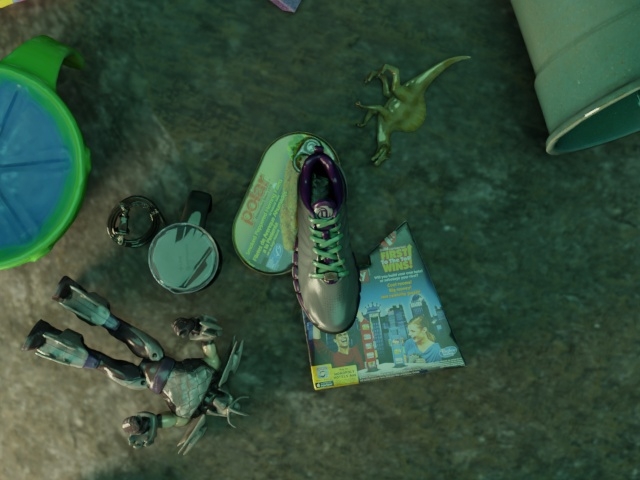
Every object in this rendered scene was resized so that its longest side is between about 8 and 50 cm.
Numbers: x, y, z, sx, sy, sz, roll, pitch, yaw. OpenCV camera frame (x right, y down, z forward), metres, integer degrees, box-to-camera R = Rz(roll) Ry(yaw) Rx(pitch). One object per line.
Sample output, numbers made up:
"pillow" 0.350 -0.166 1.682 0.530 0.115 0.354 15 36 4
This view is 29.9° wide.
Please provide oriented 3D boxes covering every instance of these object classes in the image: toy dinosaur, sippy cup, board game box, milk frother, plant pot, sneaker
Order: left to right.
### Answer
"sippy cup" -0.379 -0.077 1.416 0.305 0.224 0.240 -29 89 -4
"milk frother" -0.195 0.003 1.467 0.143 0.135 0.129 -4 87 -3
"sneaker" 0.000 0.000 1.445 0.083 0.098 0.223 -8 78 3
"board game box" 0.073 0.079 1.516 0.194 0.060 0.194 -8 86 -1
"toy dinosaur" 0.104 -0.187 1.542 0.092 0.053 0.183 36 94 -17
"plant pot" 0.363 -0.322 1.432 0.341 0.341 0.334 -22 81 -4

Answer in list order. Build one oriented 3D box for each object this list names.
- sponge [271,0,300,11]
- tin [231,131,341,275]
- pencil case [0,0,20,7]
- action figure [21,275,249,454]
"sponge" -0.082 -0.390 1.483 0.210 0.031 0.117 33 85 -38
"tin" -0.044 -0.047 1.527 0.106 0.040 0.189 25 86 -6
"pencil case" -0.353 -0.352 1.494 0.236 0.104 0.104 -19 89 -1
"action figure" -0.217 0.157 1.481 0.285 0.099 0.185 28 82 -5
